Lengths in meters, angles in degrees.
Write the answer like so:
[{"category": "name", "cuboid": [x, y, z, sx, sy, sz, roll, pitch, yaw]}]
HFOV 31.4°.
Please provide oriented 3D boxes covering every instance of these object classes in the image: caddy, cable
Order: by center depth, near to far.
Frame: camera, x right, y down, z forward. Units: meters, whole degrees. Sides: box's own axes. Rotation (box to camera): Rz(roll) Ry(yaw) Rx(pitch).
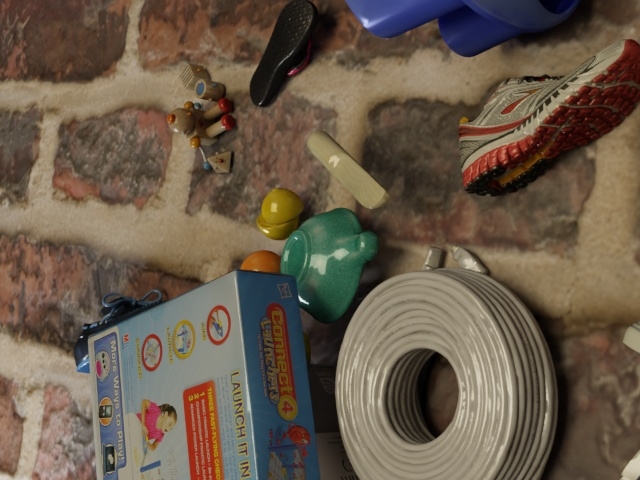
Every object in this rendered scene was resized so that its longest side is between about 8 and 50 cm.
[{"category": "caddy", "cuboid": [0.138, -0.344, 1.102, 0.179, 0.241, 0.341, -27, 65, 50]}, {"category": "cable", "cuboid": [0.123, 0.154, 1.151, 0.257, 0.089, 0.257, 41, 114, 43]}]

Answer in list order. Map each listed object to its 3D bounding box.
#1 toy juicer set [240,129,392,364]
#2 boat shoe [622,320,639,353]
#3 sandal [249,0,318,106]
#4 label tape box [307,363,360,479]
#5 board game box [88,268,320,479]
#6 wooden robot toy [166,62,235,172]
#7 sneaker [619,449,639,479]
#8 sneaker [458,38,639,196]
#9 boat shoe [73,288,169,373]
[{"category": "toy juicer set", "cuboid": [0.000, 0.000, 1.323, 0.329, 0.089, 0.209, -58, 33, 36]}, {"category": "boat shoe", "cuboid": [0.357, 0.089, 0.919, 0.227, 0.079, 0.081, 17, 88, 43]}, {"category": "sandal", "cuboid": [-0.040, -0.237, 1.438, 0.179, 0.040, 0.067, -54, 42, 47]}, {"category": "label tape box", "cuboid": [-0.025, 0.349, 1.273, 0.249, 0.115, 0.347, -47, 55, 33]}, {"category": "board game box", "cuboid": [-0.137, 0.220, 1.264, 0.302, 0.086, 0.308, -24, 67, 44]}, {"category": "wooden robot toy", "cuboid": [-0.169, -0.170, 1.533, 0.076, 0.079, 0.173, -32, 62, 41]}, {"category": "sneaker", "cuboid": [0.271, 0.279, 0.976, 0.095, 0.090, 0.235, 40, 116, 32]}, {"category": "sneaker", "cuboid": [0.211, -0.131, 1.098, 0.225, 0.088, 0.092, -34, 59, 40]}, {"category": "boat shoe", "cuboid": [-0.282, 0.118, 1.598, 0.258, 0.109, 0.089, -24, 63, 41]}]
